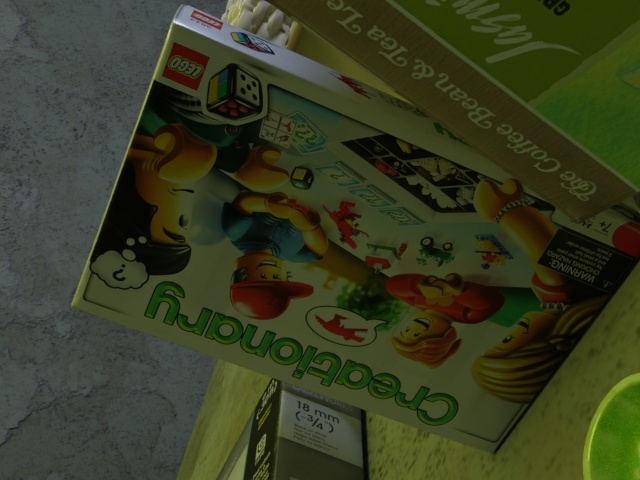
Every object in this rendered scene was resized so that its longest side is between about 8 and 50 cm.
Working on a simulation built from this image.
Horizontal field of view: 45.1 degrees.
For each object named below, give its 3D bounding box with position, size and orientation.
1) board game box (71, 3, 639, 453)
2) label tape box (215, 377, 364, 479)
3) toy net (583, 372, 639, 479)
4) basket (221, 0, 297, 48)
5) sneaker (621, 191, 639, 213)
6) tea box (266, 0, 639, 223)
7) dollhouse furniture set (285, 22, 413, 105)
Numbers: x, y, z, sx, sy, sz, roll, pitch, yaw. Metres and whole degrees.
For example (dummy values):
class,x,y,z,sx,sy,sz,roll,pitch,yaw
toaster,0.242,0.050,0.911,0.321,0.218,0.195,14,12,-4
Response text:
class,x,y,z,sx,sy,sz,roll,pitch,yaw
board game box,0.022,0.007,0.484,0.053,0.305,0.193,-91,25,-62
label tape box,-0.047,0.264,0.866,0.334,0.105,0.241,-88,23,-63
toy net,0.157,0.126,0.258,0.232,0.045,0.122,-168,101,-80
basket,0.044,-0.394,1.201,0.266,0.328,0.331,-117,51,-75
sneaker,0.182,-0.009,0.387,0.075,0.057,0.161,-62,13,1
tea box,0.169,-0.245,0.357,0.323,0.220,0.329,-40,27,45
dollhouse furniture set,0.092,-0.248,0.905,0.242,0.161,0.212,-50,-4,-39
